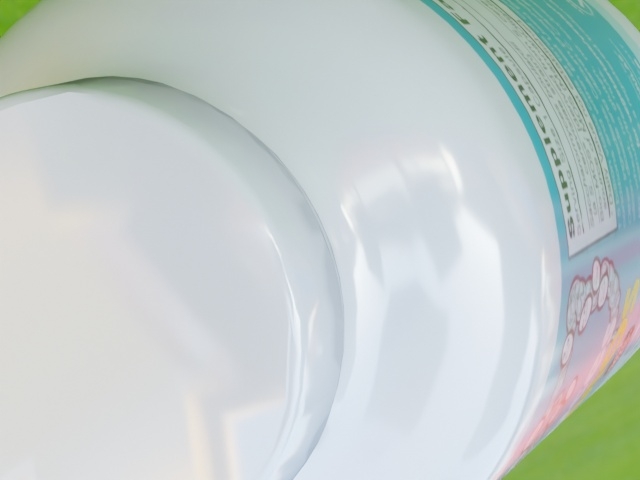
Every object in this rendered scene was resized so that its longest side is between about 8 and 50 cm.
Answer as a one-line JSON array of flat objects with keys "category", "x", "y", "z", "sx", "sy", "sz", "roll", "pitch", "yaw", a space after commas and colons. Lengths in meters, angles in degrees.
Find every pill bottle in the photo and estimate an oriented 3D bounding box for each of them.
[{"category": "pill bottle", "x": 0.000, "y": 0.000, "z": 0.473, "sx": 0.146, "sy": 0.146, "sz": 0.264, "roll": -33, "pitch": 175, "yaw": 22}]
